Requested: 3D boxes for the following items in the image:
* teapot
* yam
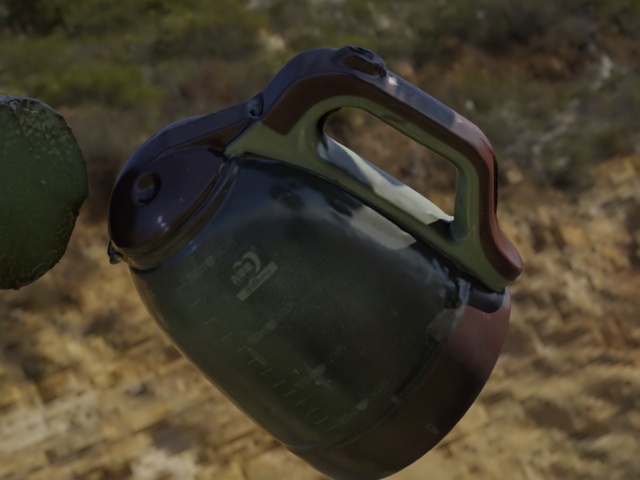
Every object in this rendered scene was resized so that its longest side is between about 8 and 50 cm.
[{"bbox_3d":[0.000,0.000,1.499,0.315,0.233,0.312,-39,-61,22],"label":"teapot"},{"bbox_3d":[-0.311,-0.042,1.564,0.161,0.161,0.268,-14,11,-39],"label":"yam"}]
